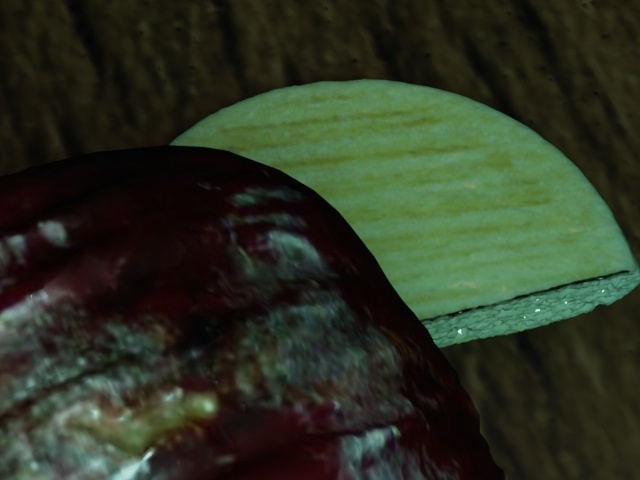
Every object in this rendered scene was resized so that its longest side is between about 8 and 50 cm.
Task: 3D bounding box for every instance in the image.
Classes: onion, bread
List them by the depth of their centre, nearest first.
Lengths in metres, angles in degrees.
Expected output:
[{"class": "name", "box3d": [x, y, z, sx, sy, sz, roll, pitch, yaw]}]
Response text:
[{"class": "onion", "box3d": [-0.041, 0.102, 0.479, 0.216, 0.207, 0.206, -14, 61, -35]}, {"class": "bread", "box3d": [0.002, -0.004, 0.668, 0.193, 0.036, 0.112, -14, 60, -10]}]
